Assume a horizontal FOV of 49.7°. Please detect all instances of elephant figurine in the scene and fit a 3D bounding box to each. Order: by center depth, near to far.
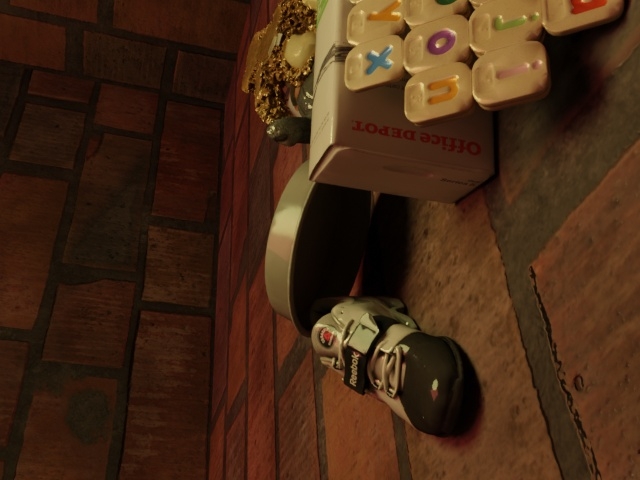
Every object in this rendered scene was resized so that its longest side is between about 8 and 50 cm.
[{"bbox_3d":[0.040,-0.202,0.967,0.186,0.240,0.169,-149,67,-74],"label":"elephant figurine"}]

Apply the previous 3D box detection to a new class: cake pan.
[{"bbox_3d":[0.000,0.000,1.055,0.293,0.054,0.293,-46,-37,-51],"label":"cake pan"}]

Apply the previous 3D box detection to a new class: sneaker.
[{"bbox_3d":[0.066,0.150,0.880,0.330,0.146,0.122,-146,67,-72],"label":"sneaker"}]

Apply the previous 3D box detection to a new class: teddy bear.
[{"bbox_3d":[-0.033,-0.315,1.137,0.338,0.113,0.245,146,134,-63],"label":"teddy bear"}]

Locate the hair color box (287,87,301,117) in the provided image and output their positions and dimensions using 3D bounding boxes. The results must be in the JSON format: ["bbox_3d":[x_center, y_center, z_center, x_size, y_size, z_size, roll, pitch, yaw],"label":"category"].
[{"bbox_3d":[0.037,-0.289,1.273,0.374,0.114,0.185,-117,39,-66],"label":"hair color box"}]

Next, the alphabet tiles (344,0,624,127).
[{"bbox_3d":[0.151,-0.251,0.697,0.278,0.021,0.284,-11,65,30],"label":"alphabet tiles"}]

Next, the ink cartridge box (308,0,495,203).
[{"bbox_3d":[0.097,-0.198,0.839,0.115,0.198,0.272,133,142,-67],"label":"ink cartridge box"}]
